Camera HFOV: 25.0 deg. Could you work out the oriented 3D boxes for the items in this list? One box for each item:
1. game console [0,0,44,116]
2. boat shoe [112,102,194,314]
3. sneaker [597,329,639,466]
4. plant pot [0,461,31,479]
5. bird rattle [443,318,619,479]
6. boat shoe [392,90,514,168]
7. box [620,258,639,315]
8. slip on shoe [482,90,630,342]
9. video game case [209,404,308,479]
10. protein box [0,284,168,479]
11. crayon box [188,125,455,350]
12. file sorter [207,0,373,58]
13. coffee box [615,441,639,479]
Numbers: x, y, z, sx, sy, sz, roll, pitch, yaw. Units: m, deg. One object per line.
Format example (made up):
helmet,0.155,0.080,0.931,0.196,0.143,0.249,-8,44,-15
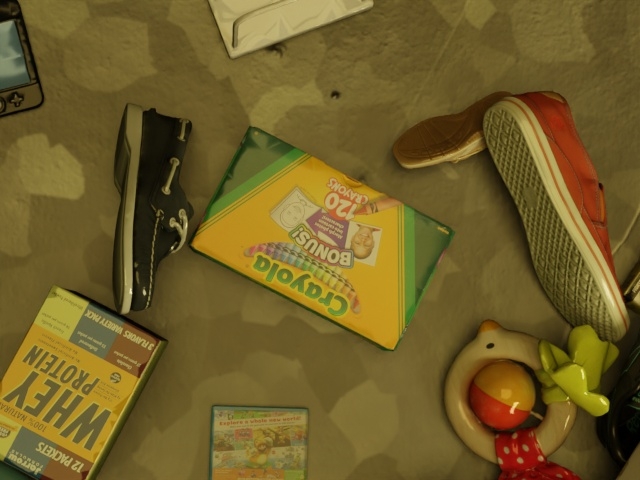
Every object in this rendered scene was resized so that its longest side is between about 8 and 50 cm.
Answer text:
game console,-0.413,-0.222,1.737,0.124,0.085,0.144,-15,87,-4
boat shoe,-0.191,-0.041,1.669,0.091,0.114,0.302,8,52,-14
sneaker,0.410,0.153,1.708,0.101,0.106,0.267,21,106,8
plant pot,-0.404,0.374,1.604,0.235,0.293,0.293,31,84,-20
bird rattle,0.246,0.206,1.735,0.207,0.143,0.253,31,116,22
boat shoe,0.170,-0.124,1.776,0.170,0.059,0.063,-22,61,-8
box,0.483,0.103,1.778,0.232,0.058,0.087,37,85,0
slip on shoe,0.304,-0.030,1.738,0.101,0.123,0.331,-28,100,-26
video game case,-0.076,0.286,1.754,0.119,0.015,0.166,2,86,-3
protein box,-0.283,0.171,1.657,0.136,0.201,0.200,28,85,-1
crayon box,0.000,0.000,1.746,0.278,0.081,0.165,27,85,-1
file sorter,-0.067,-0.394,1.727,0.193,0.173,0.277,-21,87,-5
coffee box,0.450,0.340,1.685,0.246,0.098,0.141,38,84,-31
